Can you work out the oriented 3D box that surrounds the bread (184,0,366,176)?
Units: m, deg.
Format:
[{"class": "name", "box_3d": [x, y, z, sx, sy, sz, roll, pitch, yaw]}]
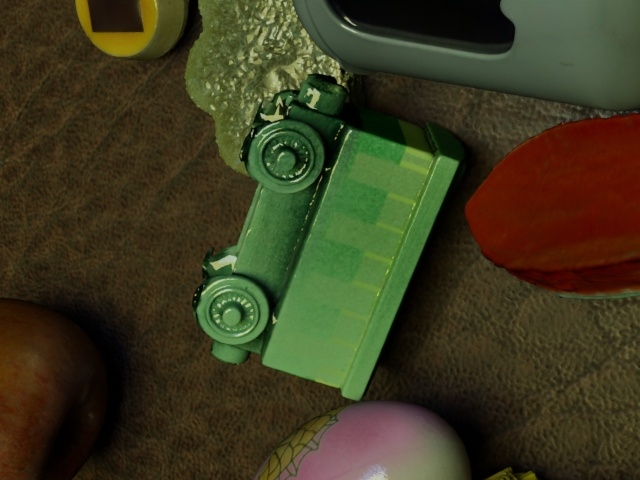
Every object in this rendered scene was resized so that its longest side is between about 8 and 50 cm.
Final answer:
[{"class": "bread", "box_3d": [-0.052, -0.176, 1.230, 0.207, 0.056, 0.286, -11, 89, 31]}]

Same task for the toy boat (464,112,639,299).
[{"class": "toy boat", "box_3d": [0.248, -0.022, 0.973, 0.332, 0.133, 0.145, -4, 74, 61]}]

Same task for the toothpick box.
[{"class": "toothpick box", "box_3d": [0.179, -0.229, 0.962, 0.354, 0.263, 0.263, 17, 106, 37]}]

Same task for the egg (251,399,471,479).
[{"class": "egg", "box_3d": [0.037, 0.253, 1.144, 0.271, 0.196, 0.196, -37, 77, 33]}]

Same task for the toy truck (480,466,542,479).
[{"class": "toy truck", "box_3d": [0.198, 0.282, 1.048, 0.098, 0.227, 0.114, -26, 102, -5]}]

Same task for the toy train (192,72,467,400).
[{"class": "toy train", "box_3d": [0.000, 0.000, 1.141, 0.202, 0.120, 0.301, 18, 110, -8]}]

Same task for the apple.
[{"class": "apple", "box_3d": [-0.367, 0.180, 1.350, 0.253, 0.253, 0.253, 5, 99, 31]}]

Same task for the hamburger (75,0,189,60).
[{"class": "hamburger", "box_3d": [-0.197, -0.261, 1.291, 0.126, 0.081, 0.141, -14, 101, 34]}]
